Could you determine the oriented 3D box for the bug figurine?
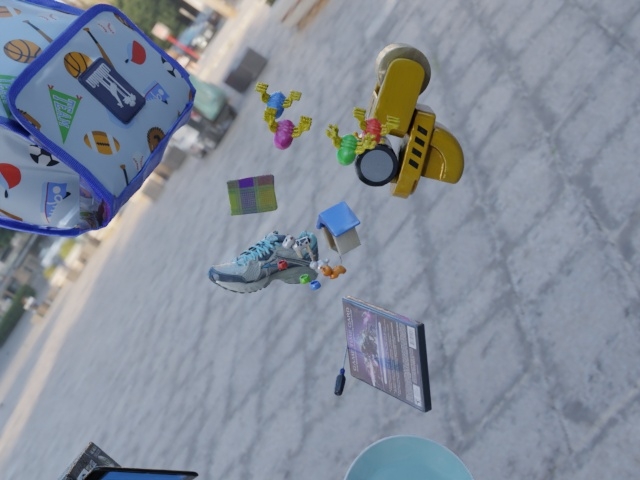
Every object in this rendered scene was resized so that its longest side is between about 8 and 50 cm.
[{"bbox_3d":[0.000,-0.208,1.722,0.216,0.279,0.072,-72,-3,-61],"label":"bug figurine"}]

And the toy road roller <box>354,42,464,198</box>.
[{"bbox_3d":[0.213,-0.254,2.064,0.202,0.241,0.329,-90,14,-74],"label":"toy road roller"}]

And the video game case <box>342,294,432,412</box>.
[{"bbox_3d":[0.141,0.242,2.035,0.274,0.026,0.196,18,119,56],"label":"video game case"}]

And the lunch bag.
[{"bbox_3d":[-0.403,-0.188,1.315,0.328,0.385,0.239,-66,-6,-48],"label":"lunch bag"}]

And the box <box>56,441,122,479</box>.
[{"bbox_3d":[-0.432,0.448,1.603,0.147,0.077,0.180,-48,4,3],"label":"box"}]

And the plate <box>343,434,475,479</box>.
[{"bbox_3d":[0.112,0.338,1.167,0.188,0.188,0.024,-64,0,-26],"label":"plate"}]

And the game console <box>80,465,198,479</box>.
[{"bbox_3d":[-0.215,0.303,1.078,0.071,0.122,0.107,-157,78,-67],"label":"game console"}]

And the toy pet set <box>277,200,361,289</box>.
[{"bbox_3d":[0.000,0.000,1.283,0.114,0.065,0.122,-29,25,-19],"label":"toy pet set"}]

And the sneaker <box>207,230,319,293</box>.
[{"bbox_3d":[-0.131,0.036,2.146,0.110,0.283,0.122,37,129,48],"label":"sneaker"}]

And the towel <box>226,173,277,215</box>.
[{"bbox_3d":[-0.109,-0.072,1.497,0.009,0.083,0.060,-173,74,-66],"label":"towel"}]

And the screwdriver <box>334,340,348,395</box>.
[{"bbox_3d":[0.051,0.279,2.112,0.024,0.025,0.170,-4,46,16],"label":"screwdriver"}]
